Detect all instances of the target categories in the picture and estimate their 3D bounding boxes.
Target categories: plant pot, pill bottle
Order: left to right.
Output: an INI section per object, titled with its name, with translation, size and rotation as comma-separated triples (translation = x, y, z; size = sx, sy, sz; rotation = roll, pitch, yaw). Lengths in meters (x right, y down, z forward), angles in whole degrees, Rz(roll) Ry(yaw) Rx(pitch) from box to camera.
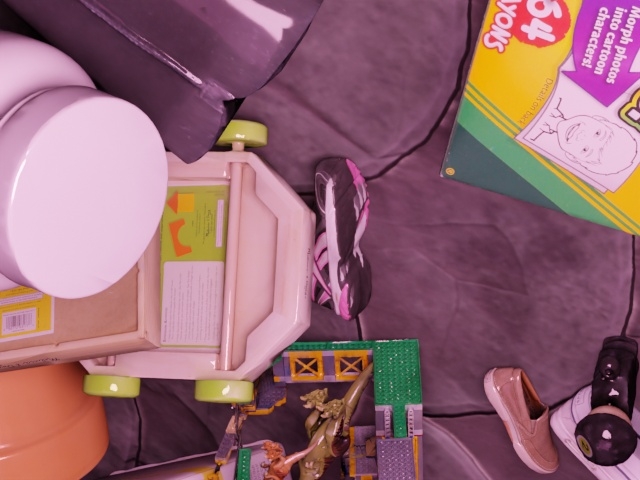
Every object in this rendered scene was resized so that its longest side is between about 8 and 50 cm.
[pill bottle]
translation = -0.338, -0.087, 1.441
size = 0.408, 0.229, 0.229
rotation = 19, 135, 37
[plant pot]
translation = -0.379, 0.136, 1.704
size = 0.291, 0.291, 0.203
rotation = 3, 111, 17

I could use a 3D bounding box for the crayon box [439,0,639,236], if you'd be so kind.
[crayon box]
translation = 0.294, -0.172, 1.322
size = 0.313, 0.106, 0.363
rotation = 18, 130, 6

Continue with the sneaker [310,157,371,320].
[sneaker]
translation = 0.000, 0.000, 1.586
size = 0.077, 0.072, 0.178
rotation = 13, 125, 23

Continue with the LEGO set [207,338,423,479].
[LEGO set]
translation = 0.008, 0.253, 1.637
size = 0.255, 0.331, 0.192
rotation = -7, 129, -4

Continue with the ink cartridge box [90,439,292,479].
[ink cartridge box]
translation = -0.225, 0.338, 1.704
size = 0.279, 0.385, 0.160
rotation = -15, 87, 29

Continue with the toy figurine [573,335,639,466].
[toy figurine]
translation = 0.371, 0.163, 1.529
size = 0.213, 0.148, 0.209
rotation = 40, 129, -13

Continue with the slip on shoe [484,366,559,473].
[slip on shoe]
translation = 0.218, 0.185, 1.666
size = 0.041, 0.051, 0.135
rotation = -19, 110, 33

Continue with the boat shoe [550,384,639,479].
[boat shoe]
translation = 0.333, 0.237, 1.657
size = 0.226, 0.083, 0.076
rotation = 48, 139, -5

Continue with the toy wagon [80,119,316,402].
[toy wagon]
translation = -0.175, 0.020, 1.566
size = 0.344, 0.068, 0.267
rotation = 0, 82, 20

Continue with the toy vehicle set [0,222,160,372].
[toy vehicle set]
translation = -0.279, 0.038, 1.527
size = 0.267, 0.166, 0.035
rotation = -9, 157, 18

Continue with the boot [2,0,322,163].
[boot]
translation = -0.183, -0.307, 1.345
size = 0.445, 0.146, 0.367
rotation = 41, 141, -7
